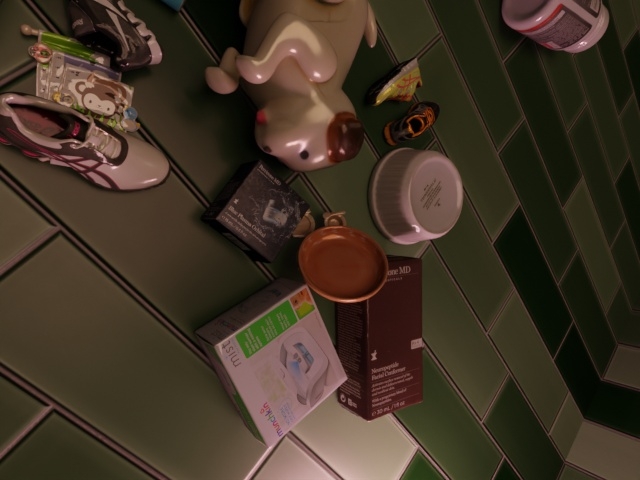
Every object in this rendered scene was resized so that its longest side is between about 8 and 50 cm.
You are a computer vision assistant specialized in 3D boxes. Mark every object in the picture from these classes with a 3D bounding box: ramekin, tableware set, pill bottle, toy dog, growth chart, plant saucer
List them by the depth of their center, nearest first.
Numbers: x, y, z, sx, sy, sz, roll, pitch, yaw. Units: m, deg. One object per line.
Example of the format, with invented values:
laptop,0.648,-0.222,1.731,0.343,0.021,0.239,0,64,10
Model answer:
growth chart,-0.408,-0.235,0.710,0.172,0.021,0.236,-5,96,-35
toy dog,-0.043,-0.344,0.830,0.396,0.285,0.406,-9,99,-51
plant saucer,0.048,0.052,0.894,0.200,0.037,0.199,6,51,-8
tableware set,0.000,0.000,0.956,0.141,0.020,0.168,-5,78,-17
ramekin,0.271,-0.121,1.107,0.273,0.127,0.272,-3,95,-34
pill bottle,0.809,-0.777,1.382,0.364,0.210,0.209,2,91,-34

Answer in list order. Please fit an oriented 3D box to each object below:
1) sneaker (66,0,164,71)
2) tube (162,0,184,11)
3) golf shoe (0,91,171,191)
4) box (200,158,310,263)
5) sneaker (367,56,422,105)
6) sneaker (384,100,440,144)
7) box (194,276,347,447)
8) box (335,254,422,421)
sneaker,-0.378,-0.381,0.671,0.234,0.078,0.106,51,54,-19
tube,-0.338,-0.503,0.729,0.207,0.052,0.080,28,70,-26
golf shoe,-0.372,-0.150,0.657,0.273,0.120,0.105,17,82,-36
box,-0.134,-0.060,0.860,0.156,0.093,0.158,42,69,-28
sneaker,0.208,-0.403,1.078,0.208,0.082,0.094,-43,116,-25
sneaker,0.273,-0.328,1.124,0.215,0.083,0.084,-40,112,-27
box,-0.102,0.251,0.881,0.231,0.127,0.261,-31,110,-31
box,0.151,0.233,1.041,0.191,0.143,0.380,-4,93,-32
